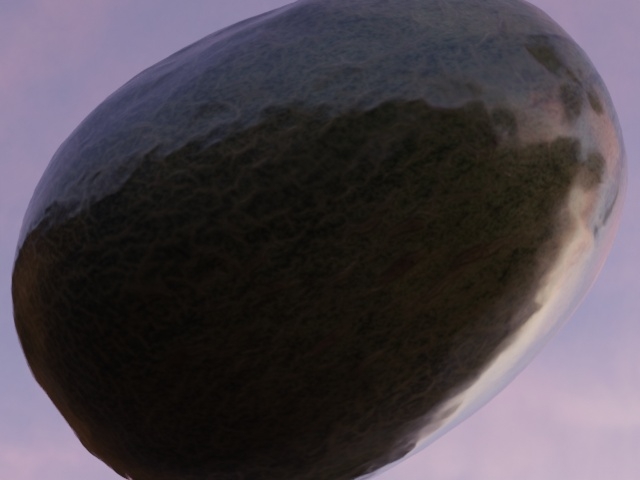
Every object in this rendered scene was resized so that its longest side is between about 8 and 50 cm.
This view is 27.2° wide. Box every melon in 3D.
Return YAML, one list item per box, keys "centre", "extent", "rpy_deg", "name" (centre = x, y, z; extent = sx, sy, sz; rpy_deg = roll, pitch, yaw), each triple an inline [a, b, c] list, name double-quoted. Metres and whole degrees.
- centre: [0.000, 0.000, 0.684]
  extent: [0.329, 0.248, 0.248]
  rpy_deg: [-28, -62, 8]
  name: "melon"
